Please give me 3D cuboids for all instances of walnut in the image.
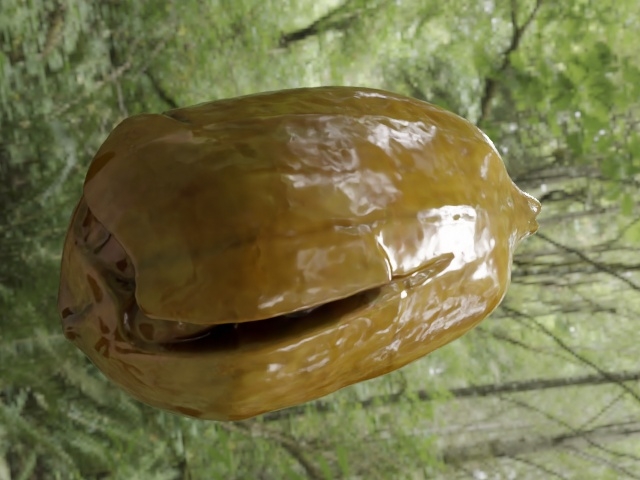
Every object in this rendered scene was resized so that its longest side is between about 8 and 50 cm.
[{"bbox_3d":[0.000,0.000,0.626,0.209,0.336,0.209,172,-90,-67],"label":"walnut"}]
